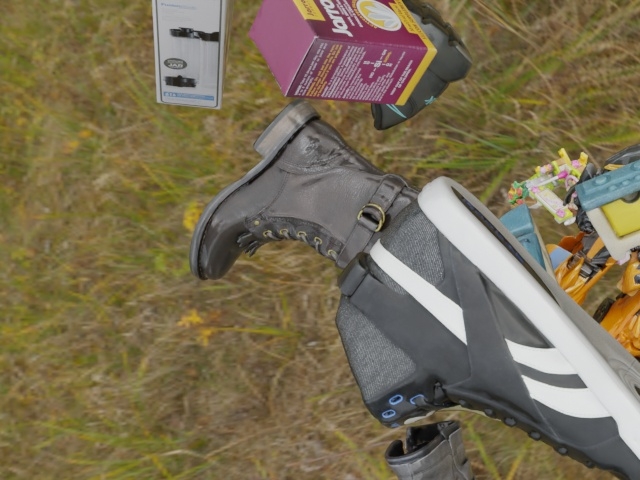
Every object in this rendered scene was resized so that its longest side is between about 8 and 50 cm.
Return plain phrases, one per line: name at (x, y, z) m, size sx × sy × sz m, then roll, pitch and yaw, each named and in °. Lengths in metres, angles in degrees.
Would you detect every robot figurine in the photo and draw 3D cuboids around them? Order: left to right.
robot figurine at (0.322, 0.034, 1.158) m, size 0.211 × 0.085 × 0.291 m, roll 31°, pitch 134°, yaw -1°

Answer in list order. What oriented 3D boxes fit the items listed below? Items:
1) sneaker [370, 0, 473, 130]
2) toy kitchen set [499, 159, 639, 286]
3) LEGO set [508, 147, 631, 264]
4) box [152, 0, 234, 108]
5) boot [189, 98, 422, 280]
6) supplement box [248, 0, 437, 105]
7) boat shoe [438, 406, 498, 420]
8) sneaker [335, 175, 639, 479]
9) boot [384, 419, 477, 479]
sneaker at (0.001, -0.195, 0.911) m, size 0.267 × 0.101 × 0.106 m, roll 40°, pitch 112°, yaw -16°
toy kitchen set at (0.218, 0.005, 0.894) m, size 0.166 × 0.207 × 0.122 m, roll -22°, pitch 117°, yaw 14°
LEGO set at (0.341, -0.058, 1.665) m, size 0.287 × 0.107 × 0.132 m, roll 32°, pitch 141°, yaw 56°
box at (-0.153, -0.305, 1.388) m, size 0.087 × 0.290 × 0.169 m, roll 6°, pitch 66°, yaw -3°
boot at (0.000, 0.000, 1.208) m, size 0.229 × 0.091 × 0.263 m, roll 40°, pitch 113°, yaw 10°
supplement box at (0.012, -0.108, 0.614) m, size 0.043 × 0.083 × 0.055 m, roll -58°, pitch 47°, yaw 38°
boat shoe at (0.235, 0.187, 1.555) m, size 0.089 × 0.285 × 0.104 m, roll 114°, pitch 151°, yaw -52°
sneaker at (0.097, 0.082, 0.600) m, size 0.121 × 0.079 × 0.217 m, roll -45°, pitch 78°, yaw 19°
boot at (0.202, 0.350, 1.549) m, size 0.118 × 0.338 × 0.222 m, roll -16°, pitch 83°, yaw 20°
